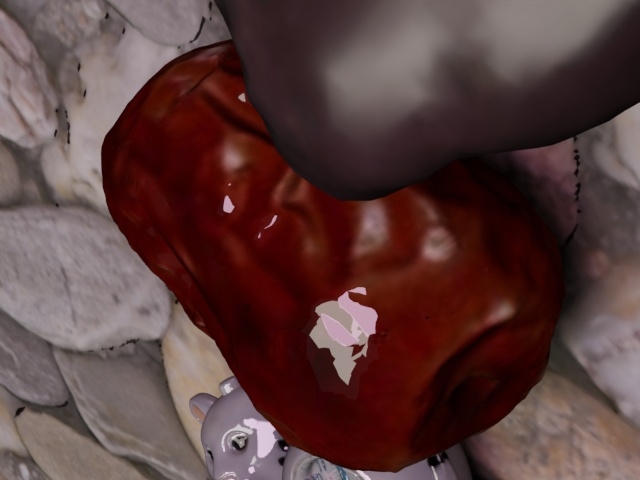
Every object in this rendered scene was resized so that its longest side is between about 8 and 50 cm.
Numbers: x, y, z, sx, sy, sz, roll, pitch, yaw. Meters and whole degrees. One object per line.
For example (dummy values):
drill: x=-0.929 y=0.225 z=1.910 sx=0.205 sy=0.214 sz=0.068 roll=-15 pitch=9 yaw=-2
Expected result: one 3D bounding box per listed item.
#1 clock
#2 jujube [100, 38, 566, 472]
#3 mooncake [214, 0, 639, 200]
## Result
clock: x=0.001 y=0.119 z=0.802 sx=0.176 sy=0.080 sz=0.117 roll=-19 pitch=101 yaw=48
jujube: x=0.000 y=0.000 z=0.680 sx=0.230 sy=0.155 sz=0.155 roll=43 pitch=136 yaw=21
mooncake: x=0.034 y=-0.224 z=0.465 sx=0.350 sy=0.212 sz=0.381 roll=-27 pitch=93 yaw=42
